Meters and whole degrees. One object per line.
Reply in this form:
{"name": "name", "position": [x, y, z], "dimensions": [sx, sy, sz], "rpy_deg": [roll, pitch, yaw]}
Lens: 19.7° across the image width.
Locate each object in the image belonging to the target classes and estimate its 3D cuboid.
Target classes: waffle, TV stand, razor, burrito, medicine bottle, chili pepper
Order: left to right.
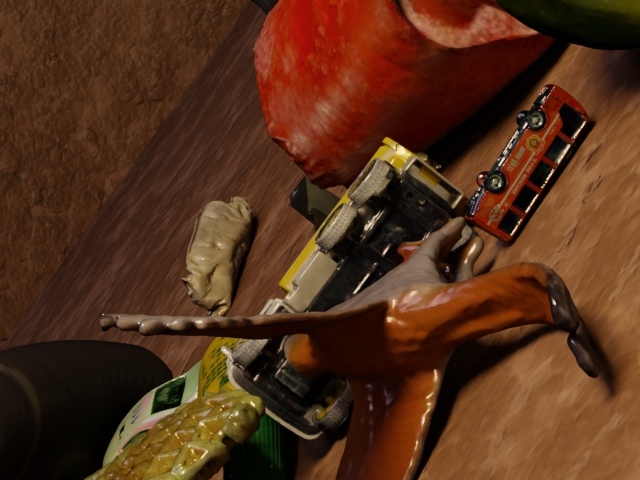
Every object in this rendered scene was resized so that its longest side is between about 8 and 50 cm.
{"name": "razor", "position": [-0.265, 0.188, 1.638], "dimensions": [0.204, 0.113, 0.349], "rpy_deg": [-63, -19, 13]}
{"name": "waffle", "position": [-0.116, 0.158, 1.263], "dimensions": [0.169, 0.036, 0.183], "rpy_deg": [-38, 6, -14]}
{"name": "burrito", "position": [-0.110, 0.009, 1.993], "dimensions": [0.229, 0.063, 0.058], "rpy_deg": [-79, -1, -58]}
{"name": "medicine bottle", "position": [-0.055, 0.136, 1.437], "dimensions": [0.095, 0.064, 0.260], "rpy_deg": [-33, 18, 8]}
{"name": "TV stand", "position": [0.000, 0.000, 1.633], "dimensions": [0.040, 0.049, 0.256], "rpy_deg": [-53, 13, 13]}
{"name": "chili pepper", "position": [0.053, -0.197, 1.535], "dimensions": [0.305, 0.229, 0.251], "rpy_deg": [-37, 57, 52]}

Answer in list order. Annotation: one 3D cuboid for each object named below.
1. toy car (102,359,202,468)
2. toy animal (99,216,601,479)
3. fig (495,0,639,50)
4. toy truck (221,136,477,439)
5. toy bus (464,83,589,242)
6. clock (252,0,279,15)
{"name": "toy car", "position": [-0.154, 0.200, 1.619], "dimensions": [0.224, 0.076, 0.090], "rpy_deg": [-50, 15, 18]}
{"name": "toy animal", "position": [0.060, 0.042, 1.139], "dimensions": [0.284, 0.225, 0.302], "rpy_deg": [-26, 13, 26]}
{"name": "fig", "position": [0.183, -0.199, 1.182], "dimensions": [0.195, 0.195, 0.245], "rpy_deg": [-48, 34, 29]}
{"name": "toy truck", "position": [0.024, 0.033, 1.354], "dimensions": [0.227, 0.098, 0.114], "rpy_deg": [-53, 9, -5]}
{"name": "toy bus", "position": [0.141, -0.053, 1.258], "dimensions": [0.110, 0.043, 0.031], "rpy_deg": [-57, 9, -1]}
{"name": "clock", "position": [0.071, -0.314, 1.769], "dimensions": [0.325, 0.067, 0.325], "rpy_deg": [-32, -17, -11]}
